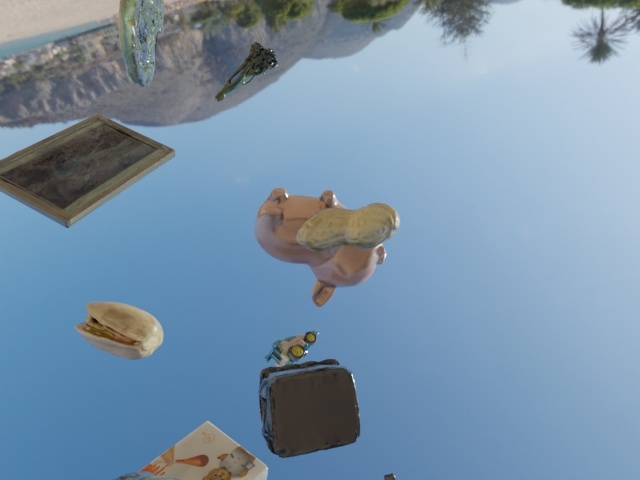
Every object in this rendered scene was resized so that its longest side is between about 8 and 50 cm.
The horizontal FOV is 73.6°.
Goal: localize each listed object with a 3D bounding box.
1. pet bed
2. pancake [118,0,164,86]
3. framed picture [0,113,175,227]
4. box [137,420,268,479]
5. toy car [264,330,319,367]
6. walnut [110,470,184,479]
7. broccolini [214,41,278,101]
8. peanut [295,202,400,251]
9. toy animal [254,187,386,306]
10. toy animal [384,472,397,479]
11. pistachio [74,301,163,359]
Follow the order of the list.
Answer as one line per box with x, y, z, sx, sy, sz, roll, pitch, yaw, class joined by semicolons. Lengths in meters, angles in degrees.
-0.035;0.369;0.964;0.210;0.183;0.159;-4;169;-19;pet bed
-0.394;-0.473;0.950;0.037;0.254;0.254;12;-148;-8;pancake
-0.715;-0.235;1.295;0.326;0.028;0.446;26;-137;8;framed picture
-0.312;0.603;0.955;0.224;0.144;0.341;21;-156;30;box
-0.084;0.321;1.295;0.098;0.126;0.161;37;-136;8;toy car
-0.262;0.467;0.575;0.227;0.283;0.283;10;-140;32;walnut
-0.195;-0.416;1.080;0.074;0.058;0.201;42;-96;12;broccolini
0.048;-0.021;0.760;0.186;0.082;0.082;-4;-147;7;peanut
0.000;0.000;1.051;0.326;0.269;0.237;12;-122;11;toy animal
0.156;0.542;0.781;0.114;0.245;0.146;-22;-163;13;toy animal
-0.733;0.326;1.586;0.299;0.188;0.188;26;-143;-4;pistachio
